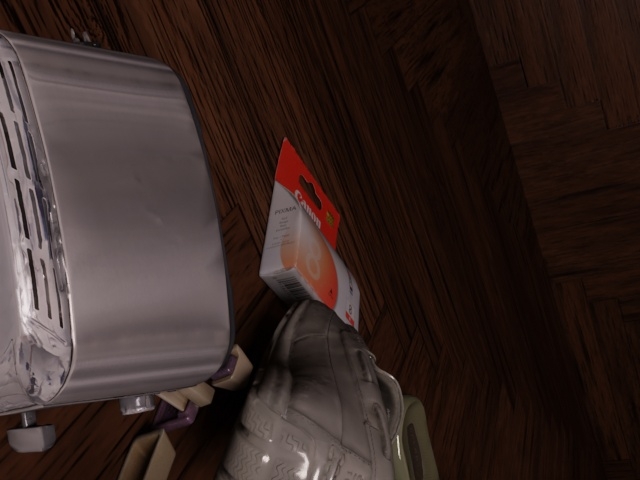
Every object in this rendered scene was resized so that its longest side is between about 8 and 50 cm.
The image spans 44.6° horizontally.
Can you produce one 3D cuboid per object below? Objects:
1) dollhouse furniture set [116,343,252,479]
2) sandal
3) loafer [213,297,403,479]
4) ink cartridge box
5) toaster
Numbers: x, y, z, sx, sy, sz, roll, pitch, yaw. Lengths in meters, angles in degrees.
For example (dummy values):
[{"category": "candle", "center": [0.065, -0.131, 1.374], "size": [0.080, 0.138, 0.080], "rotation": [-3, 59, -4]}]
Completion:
[{"category": "dollhouse furniture set", "center": [-0.110, 0.108, 0.474], "size": [0.081, 0.091, 0.114], "rotation": [44, 41, -28]}, {"category": "sandal", "center": [0.142, 0.325, 0.897], "size": [0.120, 0.086, 0.302], "rotation": [-26, 102, -66]}, {"category": "loafer", "center": [0.002, 0.122, 0.573], "size": [0.319, 0.111, 0.112], "rotation": [-71, -176, -79]}, {"category": "ink cartridge box", "center": [0.000, 0.000, 0.802], "size": [0.145, 0.045, 0.179], "rotation": [53, 36, -44]}, {"category": "toaster", "center": [-0.138, -0.014, 0.398], "size": [0.146, 0.129, 0.227], "rotation": [-4, 84, -64]}]
